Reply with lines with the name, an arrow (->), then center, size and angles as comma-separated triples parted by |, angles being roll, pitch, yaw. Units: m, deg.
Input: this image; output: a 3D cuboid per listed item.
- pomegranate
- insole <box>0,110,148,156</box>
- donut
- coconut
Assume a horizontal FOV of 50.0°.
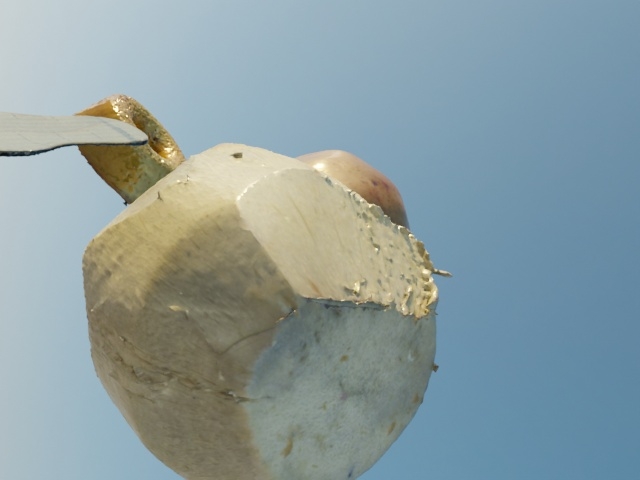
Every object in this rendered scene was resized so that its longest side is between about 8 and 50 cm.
pomegranate -> 0.000, 0.000, 1.501 | 0.411, 0.411, 0.412 | 5, -85, 57
insole -> -0.341, -0.135, 0.845 | 0.119, 0.348, 0.009 | 31, -70, 19
donut -> -0.363, -0.176, 1.363 | 0.108, 0.277, 0.278 | -36, -127, 8
coconut -> -0.075, 0.071, 0.728 | 0.360, 0.346, 0.347 | 27, -66, 50
